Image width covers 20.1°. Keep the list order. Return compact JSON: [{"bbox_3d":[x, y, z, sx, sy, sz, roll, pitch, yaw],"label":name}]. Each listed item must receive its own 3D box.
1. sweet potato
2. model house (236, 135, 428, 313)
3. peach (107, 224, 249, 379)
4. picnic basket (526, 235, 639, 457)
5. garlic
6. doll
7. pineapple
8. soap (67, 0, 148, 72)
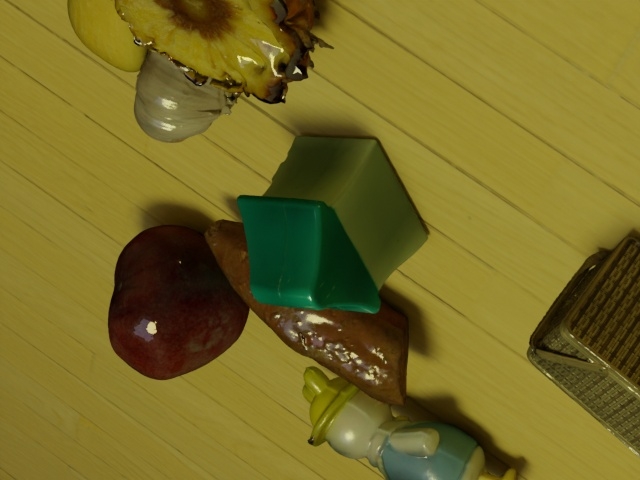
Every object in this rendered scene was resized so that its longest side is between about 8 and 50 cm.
[{"bbox_3d":[-0.005,0.059,1.711,0.251,0.097,0.097,39,152,11],"label":"sweet potato"},{"bbox_3d":[0.000,0.000,1.548,0.100,0.149,0.127,3,135,42],"label":"model house"},{"bbox_3d":[-0.148,0.053,1.812,0.152,0.152,0.152,28,150,18],"label":"peach"},{"bbox_3d":[0.257,0.089,1.413,0.164,0.115,0.079,39,154,1],"label":"picnic basket"},{"bbox_3d":[-0.126,-0.130,1.587,0.094,0.074,0.113,40,137,18],"label":"garlic"},{"bbox_3d":[0.079,0.206,1.804,0.241,0.099,0.135,33,-170,12],"label":"doll"},{"bbox_3d":[-0.085,-0.201,1.433,0.225,0.076,0.225,27,151,16],"label":"pineapple"},{"bbox_3d":[-0.186,-0.209,1.581,0.089,0.033,0.168,31,150,10],"label":"soap"}]
